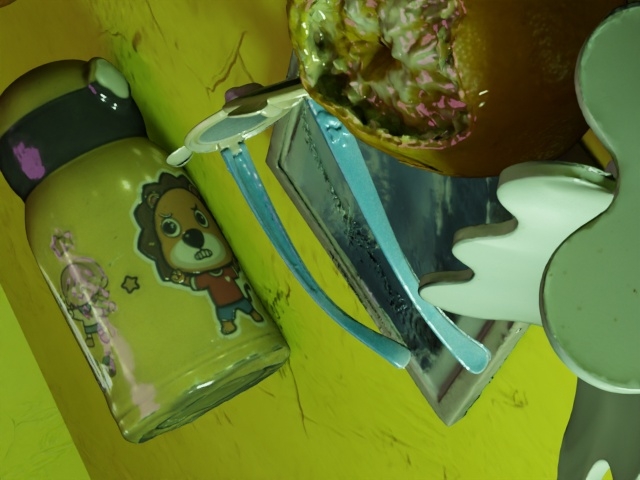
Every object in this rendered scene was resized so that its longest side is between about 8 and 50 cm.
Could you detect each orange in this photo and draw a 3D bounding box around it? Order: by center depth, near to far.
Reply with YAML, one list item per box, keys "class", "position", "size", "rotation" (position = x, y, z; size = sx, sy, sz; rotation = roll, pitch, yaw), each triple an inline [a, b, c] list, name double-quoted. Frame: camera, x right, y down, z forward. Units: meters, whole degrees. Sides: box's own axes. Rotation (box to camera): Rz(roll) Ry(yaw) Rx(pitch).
- class: "orange"
  position: [0.057, -0.098, 0.585]
  size: [0.154, 0.134, 0.154]
  rotation: [55, 166, 21]

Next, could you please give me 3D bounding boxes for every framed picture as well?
- class: "framed picture"
  position: [0.053, -0.039, 0.829]
  size: [0.247, 0.022, 0.335]
  rotation: [57, 159, 17]

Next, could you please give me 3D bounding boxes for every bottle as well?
- class: "bottle"
  position: [-0.183, -0.004, 1.229]
  size: [0.351, 0.171, 0.171]
  rotation: [60, 160, 8]

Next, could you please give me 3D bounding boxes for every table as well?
- class: "table"
  position: [0.131, 0.019, 0.529]
  size: [0.166, 0.166, 0.198]
  rotation: [59, 166, 11]

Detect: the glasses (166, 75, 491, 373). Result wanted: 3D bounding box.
- class: "glasses"
  position: [0.022, -0.019, 0.847]
  size: [0.220, 0.088, 0.190]
  rotation: [46, 161, -10]

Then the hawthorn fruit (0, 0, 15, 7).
- class: "hawthorn fruit"
  position: [-0.311, -0.300, 1.065]
  size: [0.301, 0.268, 0.267]
  rotation: [54, 158, 17]
